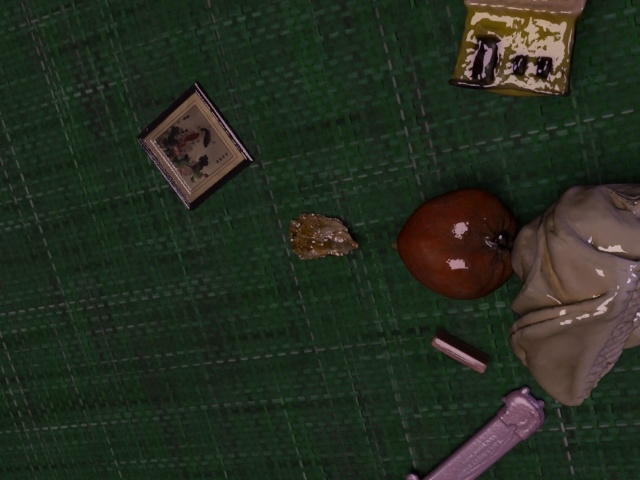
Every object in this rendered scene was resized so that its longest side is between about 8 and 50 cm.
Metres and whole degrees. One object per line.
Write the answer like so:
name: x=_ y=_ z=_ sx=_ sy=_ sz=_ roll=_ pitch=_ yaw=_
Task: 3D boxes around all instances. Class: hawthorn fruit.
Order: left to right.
hawthorn fruit: x=0.225 y=0.004 z=1.429 sx=0.251 sy=0.199 sz=0.199 roll=1 pitch=108 yaw=41

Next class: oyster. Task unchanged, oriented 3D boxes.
oyster: x=0.000 y=0.000 z=1.587 sx=0.146 sy=0.045 sz=0.122 roll=37 pitch=130 yaw=7

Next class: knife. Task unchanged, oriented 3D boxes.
knife: x=0.306 y=0.443 z=1.609 sx=0.132 sy=0.038 sz=0.398 roll=41 pitch=115 yaw=2

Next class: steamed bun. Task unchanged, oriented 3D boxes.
steamed bun: x=0.430 y=0.055 z=1.311 sx=0.237 sy=0.346 sz=0.394 roll=34 pitch=85 yaw=31

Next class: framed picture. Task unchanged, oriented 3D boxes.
framed picture: x=-0.259 y=-0.188 z=1.635 sx=0.195 sy=0.010 sz=0.199 roll=-35 pitch=93 yaw=27

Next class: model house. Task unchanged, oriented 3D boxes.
model house: x=0.326 y=-0.353 z=1.286 sx=0.193 sy=0.175 sz=0.234 roll=11 pitch=100 yaw=18

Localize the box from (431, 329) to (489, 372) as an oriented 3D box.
box: x=0.271 y=0.214 z=1.542 sx=0.115 sy=0.048 sz=0.025 roll=29 pitch=111 yaw=9
